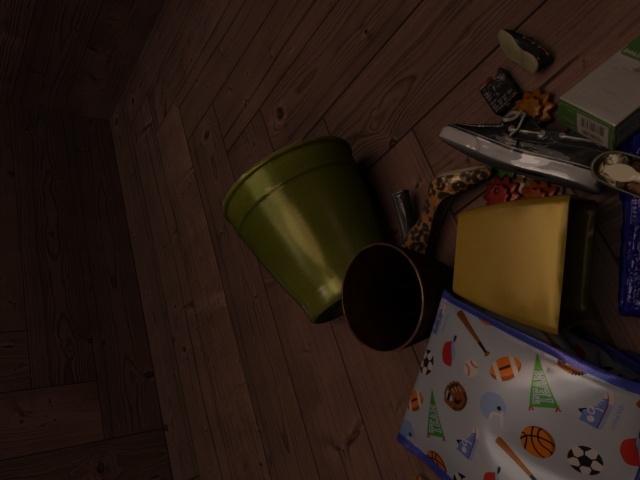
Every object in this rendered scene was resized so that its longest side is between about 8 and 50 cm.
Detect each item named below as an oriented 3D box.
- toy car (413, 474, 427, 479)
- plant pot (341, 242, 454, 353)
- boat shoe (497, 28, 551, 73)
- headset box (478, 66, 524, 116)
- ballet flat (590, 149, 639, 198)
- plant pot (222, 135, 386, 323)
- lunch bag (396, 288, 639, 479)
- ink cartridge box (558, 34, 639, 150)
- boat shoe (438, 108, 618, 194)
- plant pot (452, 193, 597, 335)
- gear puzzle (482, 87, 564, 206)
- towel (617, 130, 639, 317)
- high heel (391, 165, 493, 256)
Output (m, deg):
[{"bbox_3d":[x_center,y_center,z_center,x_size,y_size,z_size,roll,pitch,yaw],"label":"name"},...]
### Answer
[{"bbox_3d":[0.251,0.500,1.202,0.041,0.060,0.122,21,131,5],"label":"toy car"},{"bbox_3d":[0.199,0.115,1.114,0.215,0.230,0.215,-3,86,48],"label":"plant pot"},{"bbox_3d":[0.398,-0.377,1.050,0.133,0.042,0.049,60,173,37],"label":"boat shoe"},{"bbox_3d":[0.367,-0.306,1.090,0.062,0.032,0.083,-46,54,38],"label":"headset box"},{"bbox_3d":[0.498,-0.078,0.779,0.213,0.068,0.072,33,111,44],"label":"ballet flat"},{"bbox_3d":[0.000,0.000,1.309,0.366,0.367,0.353,-44,67,40],"label":"plant pot"},{"bbox_3d":[0.363,0.302,0.909,0.385,0.239,0.327,28,108,56],"label":"lunch bag"},{"bbox_3d":[0.505,-0.249,0.862,0.209,0.062,0.109,-38,50,-4],"label":"ink cartridge box"},{"bbox_3d":[0.368,-0.180,0.966,0.306,0.113,0.104,25,96,36],"label":"boat shoe"},{"bbox_3d":[0.346,0.029,0.921,0.187,0.212,0.212,6,94,36],"label":"plant pot"},{"bbox_3d":[0.396,-0.127,1.035,0.175,0.044,0.338,16,100,50],"label":"gear puzzle"},{"bbox_3d":[0.564,-0.024,0.802,0.228,0.076,0.308,0,88,51],"label":"towel"},{"bbox_3d":[0.279,-0.049,1.157,0.261,0.093,0.186,-20,83,47],"label":"high heel"}]
